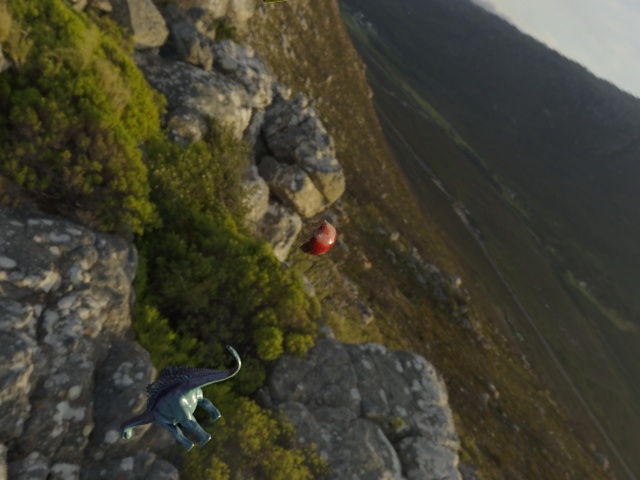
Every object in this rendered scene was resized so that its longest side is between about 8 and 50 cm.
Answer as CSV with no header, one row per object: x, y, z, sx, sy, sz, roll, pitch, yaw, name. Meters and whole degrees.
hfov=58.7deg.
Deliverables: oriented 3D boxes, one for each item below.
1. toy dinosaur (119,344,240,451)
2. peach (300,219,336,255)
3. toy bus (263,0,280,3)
-0.140,0.166,0.576,0.080,0.197,0.045,46,28,-10,toy dinosaur
0.001,-0.001,1.335,0.061,0.098,0.098,37,24,0,peach
-0.056,-0.617,1.254,0.081,0.226,0.074,13,-29,35,toy bus
